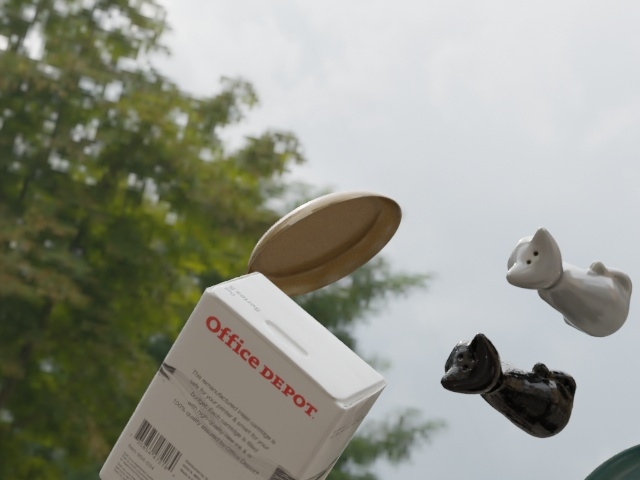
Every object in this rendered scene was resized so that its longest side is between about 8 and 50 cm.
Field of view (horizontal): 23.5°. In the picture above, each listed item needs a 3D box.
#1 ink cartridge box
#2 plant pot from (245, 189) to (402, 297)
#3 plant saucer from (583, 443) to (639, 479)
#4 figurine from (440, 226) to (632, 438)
[{"bbox_3d":[-0.085,0.202,1.654,0.198,0.272,0.115,40,25,17],"label":"ink cartridge box"},{"bbox_3d":[0.000,0.000,2.106,0.236,0.032,0.236,-22,-26,-11],"label":"plant pot"},{"bbox_3d":[0.410,0.362,1.666,0.318,0.317,0.044,5,8,21],"label":"plant saucer"},{"bbox_3d":[0.233,0.097,1.690,0.092,0.214,0.209,31,1,38],"label":"figurine"}]
